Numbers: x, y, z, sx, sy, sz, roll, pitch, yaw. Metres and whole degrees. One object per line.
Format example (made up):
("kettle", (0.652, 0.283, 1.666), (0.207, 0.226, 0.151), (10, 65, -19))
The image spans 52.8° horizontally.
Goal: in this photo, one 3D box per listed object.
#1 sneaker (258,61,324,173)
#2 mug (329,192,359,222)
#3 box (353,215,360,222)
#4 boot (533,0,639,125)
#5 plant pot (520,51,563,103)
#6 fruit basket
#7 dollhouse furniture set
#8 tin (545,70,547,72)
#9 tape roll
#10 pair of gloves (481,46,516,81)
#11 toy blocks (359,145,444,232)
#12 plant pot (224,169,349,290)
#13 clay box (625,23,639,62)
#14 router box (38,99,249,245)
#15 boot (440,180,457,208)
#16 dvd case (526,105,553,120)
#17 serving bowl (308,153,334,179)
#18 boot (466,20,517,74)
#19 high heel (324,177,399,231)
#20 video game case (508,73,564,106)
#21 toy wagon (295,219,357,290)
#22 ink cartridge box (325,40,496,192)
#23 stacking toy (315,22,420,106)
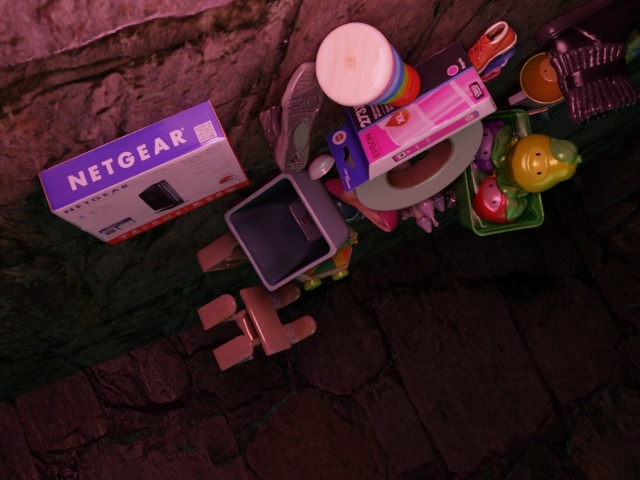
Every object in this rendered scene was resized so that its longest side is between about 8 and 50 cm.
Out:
("sneaker", (-0.063, -0.256, 1.254), (0.087, 0.130, 0.228), (-13, 137, -28))
("mug", (0.035, -0.108, 2.007), (0.157, 0.130, 0.097), (19, 152, -19))
("box", (0.188, -0.128, 2.377), (0.183, 0.059, 0.232), (-32, 166, 32))
("boot", (0.708, -0.444, 1.524), (0.347, 0.260, 0.131), (-26, 169, 9))
("plant pot", (0.608, -0.442, 1.710), (0.134, 0.134, 0.095), (-35, -173, 41))
("fruit basket", (0.567, -0.211, 1.925), (0.282, 0.392, 0.392), (-9, 165, -15))
("dollhouse furniture set", (-0.183, 0.154, 2.028), (0.256, 0.394, 0.362), (-32, 167, 29))
("tin", (0.727, -0.497, 1.901), (0.189, 0.040, 0.106), (-25, 173, -2))
("tape roll", (0.255, -0.231, 1.744), (0.391, 0.072, 0.392), (-21, 150, -13))
("pair of gloves", (0.367, -0.388, 1.518), (0.198, 0.023, 0.159), (-28, -162, 42))
("toy blocks", (0.276, -0.127, 2.060), (0.308, 0.260, 0.288), (-24, 169, -5))
("plant pot", (-0.060, -0.051, 1.797), (0.247, 0.248, 0.252), (-31, 180, 30))
("clay box", (0.892, -0.565, 1.887), (0.127, 0.053, 0.222), (-20, 169, -19))
("router box", (-0.328, -0.119, 1.279), (0.335, 0.082, 0.301), (-24, 169, -2))
("boot", (0.413, -0.232, 2.280), (0.178, 0.236, 0.085), (17, 148, 4))
("dvd case", (0.641, -0.389, 2.114), (0.221, 0.018, 0.164), (-13, 174, 24))
("serving bowl", (-0.003, -0.200, 1.712), (0.083, 0.027, 0.083), (-36, 162, -14))
("boot", (0.355, -0.421, 1.426), (0.158, 0.059, 0.084), (-37, 162, 19))
("high heel", (0.115, -0.104, 1.904), (0.082, 0.244, 0.117), (112, 1, -50))
("video game case", (0.704, -0.449, 1.893), (0.204, 0.025, 0.285), (-25, 170, 41))
("toy wagon", (0.000, 0.000, 2.037), (0.344, 0.267, 0.068), (-16, 166, -40))
("ink cartridge box", (0.179, -0.268, 1.416), (0.370, 0.176, 0.069), (-30, 148, 18))
("stacking toy", (0.116, -0.320, 1.243), (0.141, 0.141, 0.330), (-30, 175, 24))
